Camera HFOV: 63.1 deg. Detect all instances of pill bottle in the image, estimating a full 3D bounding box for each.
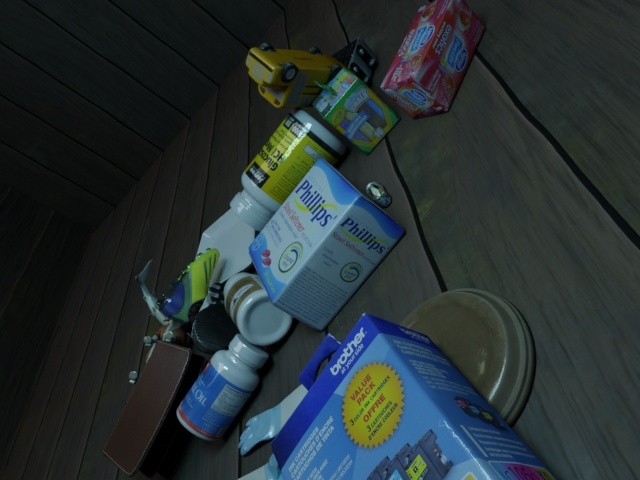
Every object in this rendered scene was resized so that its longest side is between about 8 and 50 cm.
[{"bbox_3d":[-0.162,0.154,1.265,0.131,0.131,0.229,-57,25,-3],"label":"pill bottle"},{"bbox_3d":[-0.216,0.328,1.185,0.222,0.124,0.124,-56,30,-1],"label":"pill bottle"},{"bbox_3d":[-0.098,-0.188,1.457,0.334,0.188,0.188,-51,30,9],"label":"pill bottle"}]

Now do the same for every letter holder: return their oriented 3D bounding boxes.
[{"bbox_3d":[-0.367,0.423,1.286,0.214,0.152,0.302,-4,58,51],"label":"letter holder"}]

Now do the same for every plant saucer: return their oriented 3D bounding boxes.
[{"bbox_3d":[0.195,0.194,0.813,0.277,0.041,0.278,-36,36,32],"label":"plant saucer"}]

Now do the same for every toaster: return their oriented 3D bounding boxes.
[{"bbox_3d":[0.071,-0.498,1.595,0.185,0.110,0.168,-16,48,47],"label":"toaster"}]

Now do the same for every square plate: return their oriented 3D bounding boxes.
[{"bbox_3d":[-0.295,0.026,1.670,0.344,0.049,0.347,-33,37,32],"label":"square plate"}]

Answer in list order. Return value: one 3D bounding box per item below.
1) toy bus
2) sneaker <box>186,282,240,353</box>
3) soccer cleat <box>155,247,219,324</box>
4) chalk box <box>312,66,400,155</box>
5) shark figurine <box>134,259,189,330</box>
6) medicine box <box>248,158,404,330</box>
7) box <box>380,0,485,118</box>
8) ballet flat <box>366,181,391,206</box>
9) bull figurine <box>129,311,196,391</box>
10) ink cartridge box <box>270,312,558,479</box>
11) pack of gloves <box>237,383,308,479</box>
[{"bbox_3d":[-0.048,-0.426,1.370,0.108,0.332,0.130,45,128,23],"label":"toy bus"},{"bbox_3d":[-0.279,0.238,1.362,0.146,0.122,0.330,-63,9,12],"label":"sneaker"},{"bbox_3d":[-0.363,0.132,1.528,0.093,0.121,0.289,-42,11,38],"label":"soccer cleat"},{"bbox_3d":[0.074,-0.348,1.340,0.132,0.213,0.132,-46,32,14],"label":"chalk box"},{"bbox_3d":[-0.501,0.210,1.708,0.116,0.278,0.166,-31,-23,-38],"label":"shark figurine"},{"bbox_3d":[0.000,0.000,1.172,0.289,0.149,0.263,-51,30,9],"label":"medicine box"},{"bbox_3d":[0.267,-0.434,1.233,0.122,0.128,0.257,4,64,56],"label":"box"},{"bbox_3d":[0.128,-0.116,1.210,0.041,0.041,0.114,-49,30,11],"label":"ballet flat"},{"bbox_3d":[-0.450,0.319,1.494,0.188,0.101,0.311,56,-132,-82],"label":"bull figurine"},{"bbox_3d":[0.093,0.290,0.696,0.270,0.151,0.395,-57,33,12],"label":"ink cartridge box"},{"bbox_3d":[-0.104,0.403,1.029,0.232,0.046,0.195,-41,34,24],"label":"pack of gloves"}]
